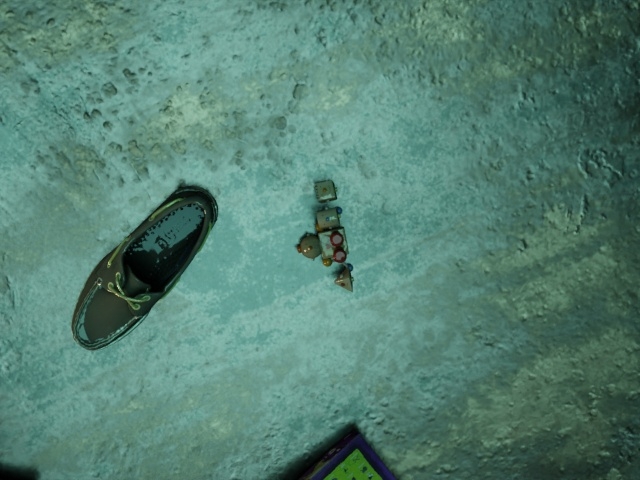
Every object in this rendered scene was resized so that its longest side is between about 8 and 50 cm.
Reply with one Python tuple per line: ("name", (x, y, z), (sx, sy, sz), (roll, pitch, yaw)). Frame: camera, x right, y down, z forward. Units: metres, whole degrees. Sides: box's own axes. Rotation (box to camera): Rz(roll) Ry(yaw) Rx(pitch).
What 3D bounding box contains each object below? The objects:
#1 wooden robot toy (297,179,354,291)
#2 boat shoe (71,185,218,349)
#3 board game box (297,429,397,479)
("wooden robot toy", (0.000, 0.000, 1.420), (0.079, 0.076, 0.173), (-11, 98, 7))
("boat shoe", (-0.268, 0.045, 1.385), (0.109, 0.091, 0.305), (40, 92, -9))
("board game box", (-0.010, 0.489, 1.453), (0.347, 0.056, 0.208), (-40, 95, -14))
